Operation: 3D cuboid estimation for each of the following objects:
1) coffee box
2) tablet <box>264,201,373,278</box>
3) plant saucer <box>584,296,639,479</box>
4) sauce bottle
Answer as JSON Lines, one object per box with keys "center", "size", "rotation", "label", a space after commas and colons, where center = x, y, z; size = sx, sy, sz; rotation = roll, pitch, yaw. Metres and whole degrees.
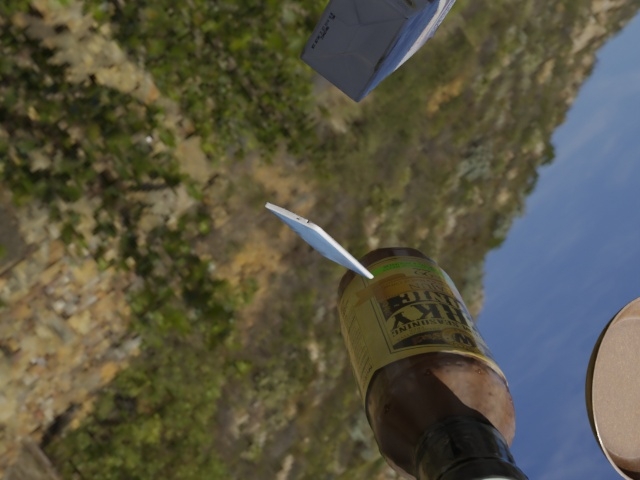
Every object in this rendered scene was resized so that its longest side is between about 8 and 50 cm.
{"center": [0.092, -0.297, 1.404], "size": [0.246, 0.098, 0.141], "rotation": [-46, 173, -49], "label": "coffee box"}
{"center": [0.000, 0.000, 0.769], "size": [0.054, 0.083, 0.006], "rotation": [26, -99, 39], "label": "tablet"}
{"center": [0.337, 0.155, 1.155], "size": [0.198, 0.199, 0.036], "rotation": [-40, -158, -30], "label": "plant saucer"}
{"center": [0.086, 0.114, 0.842], "size": [0.111, 0.111, 0.344], "rotation": [-35, -157, 6], "label": "sauce bottle"}
